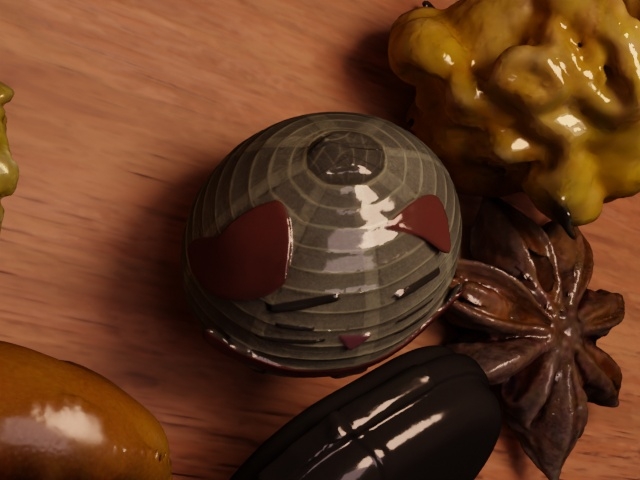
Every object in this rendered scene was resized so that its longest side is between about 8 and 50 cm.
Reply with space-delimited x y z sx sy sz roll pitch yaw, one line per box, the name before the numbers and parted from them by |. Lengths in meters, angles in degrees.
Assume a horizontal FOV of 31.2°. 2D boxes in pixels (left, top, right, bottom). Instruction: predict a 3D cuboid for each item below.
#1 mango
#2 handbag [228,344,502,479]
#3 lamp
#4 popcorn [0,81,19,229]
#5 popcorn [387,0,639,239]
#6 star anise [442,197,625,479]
mango | -0.219 0.150 0.856 0.236 0.166 0.136 19 79 -32
handbag | 0.034 0.210 0.993 0.308 0.253 0.093 -25 59 -34
lamp | 0.000 0.000 0.980 0.265 0.233 0.233 -19 97 -21
popcorn | -0.292 -0.046 0.811 0.156 0.197 0.197 28 70 -30
popcorn | 0.233 -0.129 1.139 0.297 0.316 0.281 53 33 -51
star anise | 0.222 0.105 1.214 0.315 0.108 0.315 1 88 -37
